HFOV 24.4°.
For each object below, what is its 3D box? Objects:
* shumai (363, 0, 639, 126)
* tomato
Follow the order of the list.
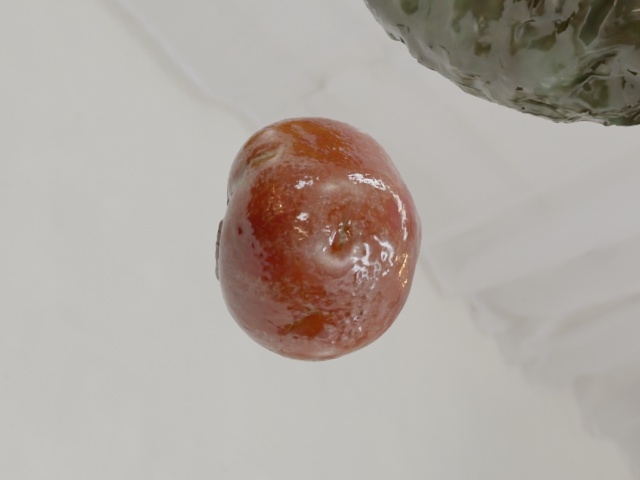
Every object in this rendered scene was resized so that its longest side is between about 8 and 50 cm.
[{"bbox_3d":[0.099,-0.093,0.399,0.142,0.184,0.184,40,36,-39],"label":"shumai"},{"bbox_3d":[0.000,-0.003,1.391,0.232,0.188,0.232,7,90,-90],"label":"tomato"}]
